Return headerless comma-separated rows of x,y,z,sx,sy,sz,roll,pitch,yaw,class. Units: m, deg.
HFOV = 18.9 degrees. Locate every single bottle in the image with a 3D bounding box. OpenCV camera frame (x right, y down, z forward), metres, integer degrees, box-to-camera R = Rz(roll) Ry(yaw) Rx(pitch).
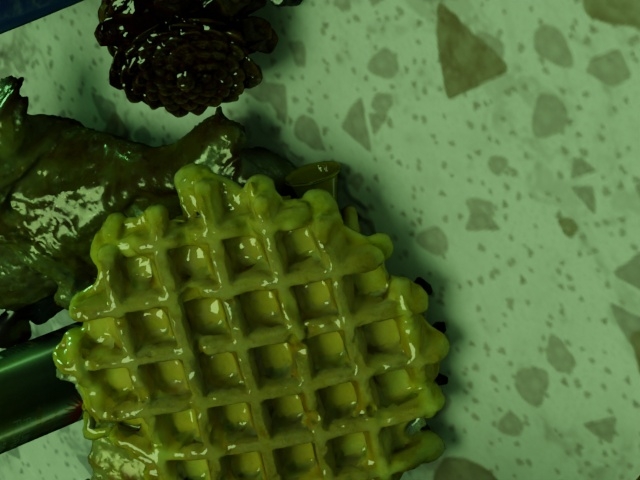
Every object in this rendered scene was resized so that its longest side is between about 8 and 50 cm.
-0.244,0.126,1.634,0.082,0.286,0.082,22,122,40,bottle

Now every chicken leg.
-0.198,-0.053,1.624,0.361,0.140,0.211,-28,111,36,chicken leg

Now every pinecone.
-0.104,-0.167,1.480,0.140,0.140,0.121,120,148,-42,pinecone

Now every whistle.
0.005,-0.002,1.507,0.046,0.057,0.109,-10,105,10,whistle

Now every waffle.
-0.057,0.095,1.484,0.329,0.062,0.329,1,111,2,waffle

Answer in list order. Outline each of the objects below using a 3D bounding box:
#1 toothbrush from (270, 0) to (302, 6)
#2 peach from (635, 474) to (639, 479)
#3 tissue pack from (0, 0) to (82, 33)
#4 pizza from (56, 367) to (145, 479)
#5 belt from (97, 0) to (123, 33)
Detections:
-0.060,-0.317,1.436,0.030,0.030,0.297,-10,102,19,toothbrush
0.305,0.245,1.284,0.251,0.153,0.251,16,121,29,peach
-0.306,-0.221,1.536,0.209,0.269,0.137,4,112,41,tissue pack
-0.104,0.166,1.592,0.089,0.223,0.323,-106,14,-65,pizza
-0.149,-0.187,1.558,0.036,0.059,0.083,21,122,35,belt
